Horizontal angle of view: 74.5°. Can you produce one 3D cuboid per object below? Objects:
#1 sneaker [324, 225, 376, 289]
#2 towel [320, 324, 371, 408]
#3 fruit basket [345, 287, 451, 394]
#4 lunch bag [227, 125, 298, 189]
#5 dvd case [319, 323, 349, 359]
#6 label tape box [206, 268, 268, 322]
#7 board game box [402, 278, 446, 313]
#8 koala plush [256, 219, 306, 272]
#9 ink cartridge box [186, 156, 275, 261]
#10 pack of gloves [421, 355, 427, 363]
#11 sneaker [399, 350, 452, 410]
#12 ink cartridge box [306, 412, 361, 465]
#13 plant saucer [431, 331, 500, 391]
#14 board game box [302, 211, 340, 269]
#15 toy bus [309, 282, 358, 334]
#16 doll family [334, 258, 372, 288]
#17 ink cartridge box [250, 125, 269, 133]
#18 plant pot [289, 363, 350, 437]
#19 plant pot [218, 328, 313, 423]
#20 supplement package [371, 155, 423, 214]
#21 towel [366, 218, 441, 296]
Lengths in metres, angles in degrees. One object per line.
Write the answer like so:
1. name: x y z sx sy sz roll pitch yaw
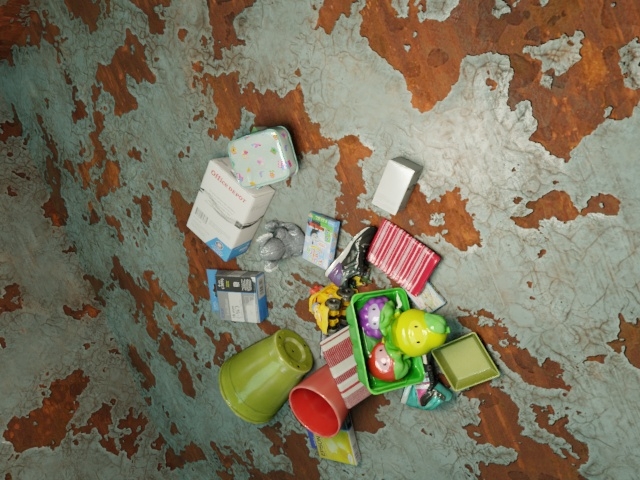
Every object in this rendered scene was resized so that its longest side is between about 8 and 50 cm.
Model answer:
1. sneaker: 0.151 0.075 1.679 0.124 0.107 0.283 44 107 21
2. towel: 0.150 0.510 1.767 0.037 0.237 0.329 12 127 65
3. fruit basket: 0.278 0.358 1.560 0.392 0.282 0.392 175 90 -67
4. lunch bag: -0.233 -0.328 1.703 0.279 0.108 0.224 -7 110 33
5. dvd case: 0.094 0.459 1.891 0.221 0.018 0.165 -3 80 34
6. label tape box: -0.441 0.276 2.107 0.333 0.106 0.241 1 104 19
7. board game box: 0.402 0.206 1.643 0.154 0.026 0.103 51 125 8
8. koala plush: -0.191 0.024 1.837 0.203 0.221 0.196 1 106 32
9. ink cartridge box: -0.423 -0.149 1.960 0.285 0.166 0.395 41 124 14
10. pack of gloves: 0.337 0.389 1.703 0.232 0.046 0.195 -13 80 50
11. sneaker: 0.446 0.556 1.678 0.178 0.124 0.296 21 106 15
12. ink cartridge box: 0.029 0.951 2.106 0.307 0.072 0.304 -9 101 32
13. plant saucer: 0.552 0.457 1.607 0.188 0.045 0.188 -31 87 24
14. board game box: 0.000 0.000 1.787 0.160 0.039 0.212 24 114 42
15. toy bus: 0.025 0.270 1.793 0.211 0.220 0.149 22 122 31
16. doll family: 0.122 0.148 1.777 0.193 0.076 0.111 23 122 30
17. ink cartridge box: -0.253 -0.363 1.826 0.154 0.093 0.212 42 121 14
18. plant pot: 0.037 0.693 1.890 0.275 0.243 0.275 18 122 30
19. plant pot: -0.232 0.618 2.016 0.353 0.366 0.366 -44 81 23
20. supplement package: 0.280 -0.202 1.536 0.105 0.105 0.179 31 121 21
21. towel: 0.310 0.068 1.633 0.275 0.031 0.199 38 120 24
